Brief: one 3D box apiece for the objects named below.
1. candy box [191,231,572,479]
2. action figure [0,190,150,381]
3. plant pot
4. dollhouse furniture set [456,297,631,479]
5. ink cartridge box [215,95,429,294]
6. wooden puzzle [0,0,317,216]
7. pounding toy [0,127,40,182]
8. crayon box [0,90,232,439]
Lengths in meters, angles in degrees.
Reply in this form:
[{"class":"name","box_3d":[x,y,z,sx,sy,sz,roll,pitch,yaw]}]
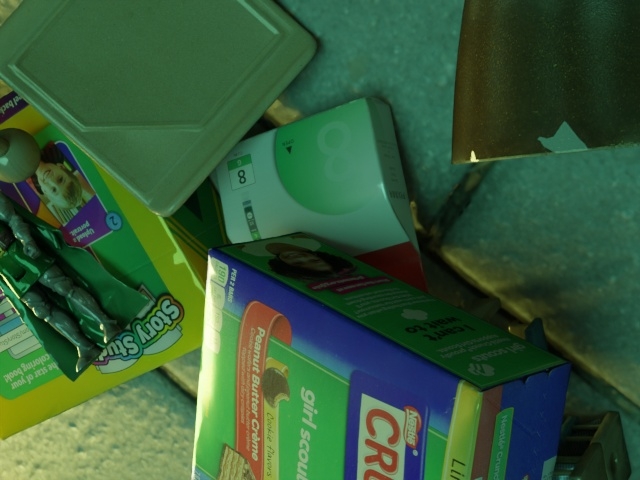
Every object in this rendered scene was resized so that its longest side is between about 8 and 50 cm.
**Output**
[{"class":"candy box","box_3d":[0.035,0.170,1.054,0.317,0.122,0.268,24,117,40]},{"class":"action figure","box_3d":[-0.294,0.024,1.237,0.232,0.063,0.137,45,112,0]},{"class":"plant pot","box_3d":[0.195,-0.182,0.947,0.215,0.215,0.230,-4,94,30]},{"class":"dollhouse furniture set","box_3d":[0.183,0.157,1.119,0.129,0.129,0.183,-6,107,30]},{"class":"ink cartridge box","box_3d":[0.000,0.000,1.158,0.181,0.056,0.224,-16,78,32]},{"class":"wooden puzzle","box_3d":[-0.158,-0.175,1.160,0.239,0.044,0.221,42,90,1]},{"class":"pounding toy","box_3d":[-0.383,-0.148,1.186,0.237,0.183,0.110,13,71,22]},{"class":"crayon box","box_3d":[-0.275,0.008,1.323,0.363,0.106,0.313,-26,97,33]}]
